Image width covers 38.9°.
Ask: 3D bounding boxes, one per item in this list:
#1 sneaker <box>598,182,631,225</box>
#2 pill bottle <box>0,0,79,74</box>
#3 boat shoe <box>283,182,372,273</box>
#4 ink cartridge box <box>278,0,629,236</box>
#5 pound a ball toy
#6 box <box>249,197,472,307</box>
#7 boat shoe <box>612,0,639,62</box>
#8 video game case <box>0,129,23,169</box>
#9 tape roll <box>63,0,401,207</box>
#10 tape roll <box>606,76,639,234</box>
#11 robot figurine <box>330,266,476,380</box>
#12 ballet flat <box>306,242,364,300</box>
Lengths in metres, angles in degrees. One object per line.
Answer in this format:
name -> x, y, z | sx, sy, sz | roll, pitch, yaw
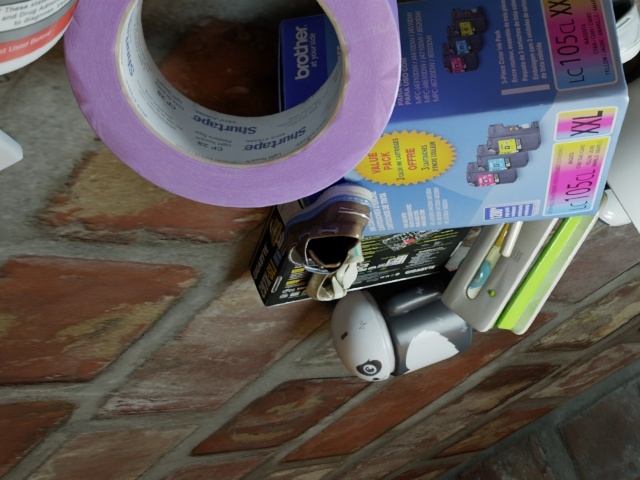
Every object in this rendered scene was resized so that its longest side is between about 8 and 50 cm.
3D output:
sneaker -> 0.574, -0.108, 1.513 | 0.235, 0.094, 0.153 | -15, 165, -17
pill bottle -> -0.196, -0.276, 0.474 | 0.210, 0.210, 0.363 | -5, 148, -33
boat shoe -> 0.000, 0.000, 1.007 | 0.066, 0.066, 0.183 | 13, 155, -15
ink cartridge box -> 0.109, -0.125, 0.997 | 0.395, 0.151, 0.270 | -4, 156, 9
pound a ball toy -> 0.293, -0.021, 1.392 | 0.208, 0.136, 0.319 | 9, 114, -47
box -> 0.078, -0.021, 1.330 | 0.322, 0.079, 0.257 | -11, 149, -24
boat shoe -> 0.282, -0.234, 1.107 | 0.227, 0.079, 0.081 | -22, 135, 2
video game case -> -0.430, -0.079, 0.868 | 0.212, 0.023, 0.193 | -26, 154, 6
tape roll -> -0.070, -0.165, 0.769 | 0.275, 0.090, 0.275 | 1, 127, 1
tape roll -> 0.494, -0.116, 1.290 | 0.169, 0.246, 0.246 | -32, 153, 18
robot figurine -> 0.157, 0.142, 1.585 | 0.278, 0.173, 0.209 | -18, 115, -12
ballet flat -> 0.020, 0.054, 1.278 | 0.057, 0.052, 0.168 | -11, 152, -22
